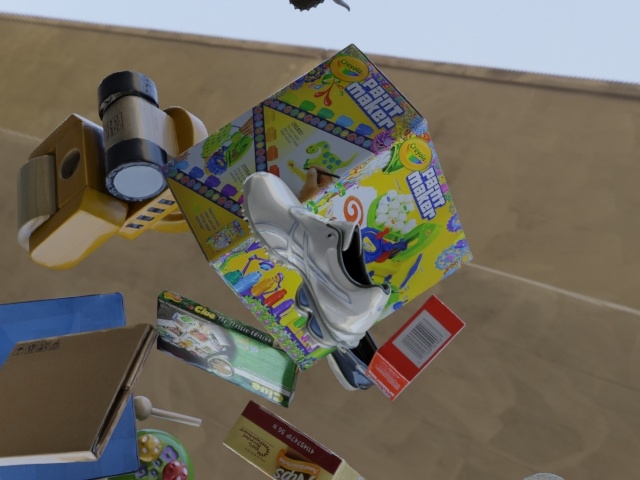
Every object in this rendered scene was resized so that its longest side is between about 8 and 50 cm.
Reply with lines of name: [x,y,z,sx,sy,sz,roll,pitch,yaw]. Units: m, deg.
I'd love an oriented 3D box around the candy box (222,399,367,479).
candy box: [-0.026,0.381,1.307,0.182,0.316,0.088,29,-104,23]

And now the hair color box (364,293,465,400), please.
hair color box: [0.105,0.129,0.904,0.053,0.167,0.093,43,-105,13]

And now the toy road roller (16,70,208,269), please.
toy road roller: [-0.313,-0.086,1.265,0.329,0.240,0.203,-33,-128,23]

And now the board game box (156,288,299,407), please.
board game box: [-0.158,0.183,1.308,0.259,0.136,0.030,22,-141,11]

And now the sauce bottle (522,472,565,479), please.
sauce bottle: [0.293,0.443,0.985,0.111,0.345,0.111,-7,-150,4]

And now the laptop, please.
laptop: [-0.547,0.219,1.348,0.236,0.408,0.382,-25,-124,14]

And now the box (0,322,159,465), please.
box: [-0.286,0.166,0.830,0.201,0.021,0.164,-10,-140,24]

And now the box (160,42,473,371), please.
box: [0.009,-0.029,0.973,0.279,0.290,0.177,-33,-129,-1]

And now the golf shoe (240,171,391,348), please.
golf shoe: [0.000,0.000,0.640,0.086,0.069,0.176,-45,-115,31]

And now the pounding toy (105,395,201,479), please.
pounding toy: [-0.324,0.428,1.563,0.110,0.182,0.237,-49,-154,45]

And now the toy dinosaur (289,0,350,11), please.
toy dinosaur: [-0.080,-0.374,0.942,0.121,0.313,0.160,-92,-158,-44]

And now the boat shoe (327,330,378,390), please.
boat shoe: [0.028,0.128,1.188,0.079,0.255,0.095,-16,-158,32]
